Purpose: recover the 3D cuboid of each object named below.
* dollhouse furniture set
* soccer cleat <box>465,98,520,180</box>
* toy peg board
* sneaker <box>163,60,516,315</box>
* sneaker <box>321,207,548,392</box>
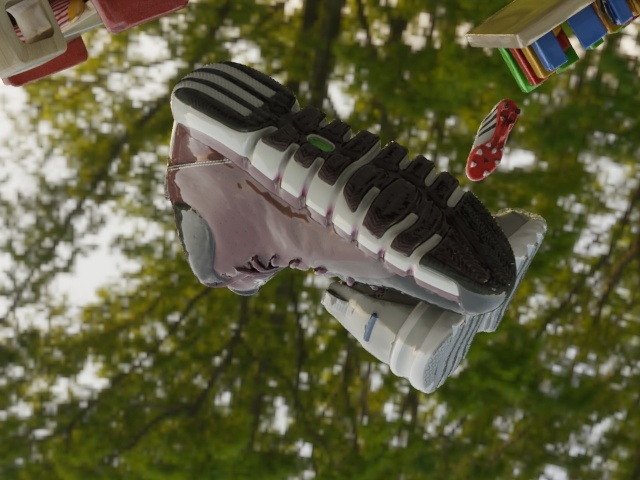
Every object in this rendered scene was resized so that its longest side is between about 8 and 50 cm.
[{"bbox_3d":[-0.316,-0.206,1.091,0.201,0.152,0.374,-16,-169,43],"label":"dollhouse furniture set"},{"bbox_3d":[0.154,-0.091,1.124,0.029,0.083,0.035,28,172,-17],"label":"soccer cleat"},{"bbox_3d":[0.240,-0.202,1.145,0.161,0.079,0.160,-35,-166,-3],"label":"toy peg board"},{"bbox_3d":[0.000,0.000,0.908,0.281,0.162,0.106,35,-140,15],"label":"sneaker"},{"bbox_3d":[0.099,0.018,0.992,0.115,0.105,0.281,30,-156,15],"label":"sneaker"}]
